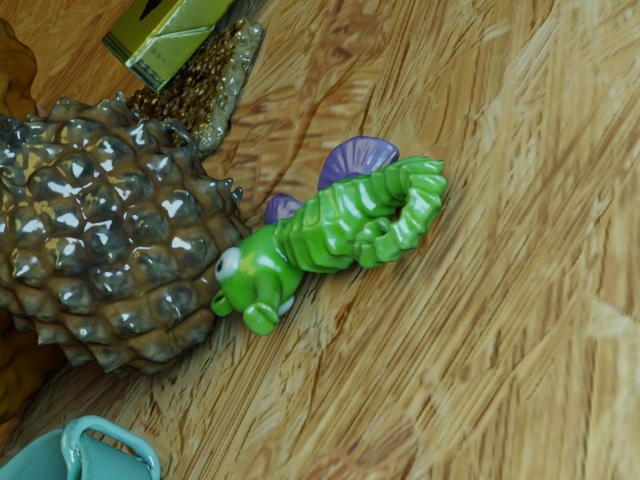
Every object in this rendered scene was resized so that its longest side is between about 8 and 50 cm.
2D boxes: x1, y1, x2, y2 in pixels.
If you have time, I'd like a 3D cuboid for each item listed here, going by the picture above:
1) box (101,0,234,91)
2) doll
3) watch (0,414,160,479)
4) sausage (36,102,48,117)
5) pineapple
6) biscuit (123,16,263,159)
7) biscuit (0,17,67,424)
[{"bbox_3d":[-0.072,-0.250,1.252,0.279,0.041,0.153,-51,23,2],"label":"box"},{"bbox_3d":[0.000,0.000,0.835,0.190,0.050,0.115,-30,32,42],"label":"doll"},{"bbox_3d":[-0.176,0.215,0.877,0.195,0.068,0.237,-8,54,58],"label":"watch"},{"bbox_3d":[-0.359,0.006,1.279,0.233,0.233,0.287,-23,39,51],"label":"sausage"},{"bbox_3d":[-0.141,-0.012,0.936,0.166,0.193,0.166,-40,28,27],"label":"pineapple"},{"bbox_3d":[-0.131,-0.091,1.217,0.231,0.025,0.131,-26,39,49],"label":"biscuit"},{"bbox_3d":[-0.294,0.040,0.997,0.110,0.312,0.318,27,44,29],"label":"biscuit"}]
